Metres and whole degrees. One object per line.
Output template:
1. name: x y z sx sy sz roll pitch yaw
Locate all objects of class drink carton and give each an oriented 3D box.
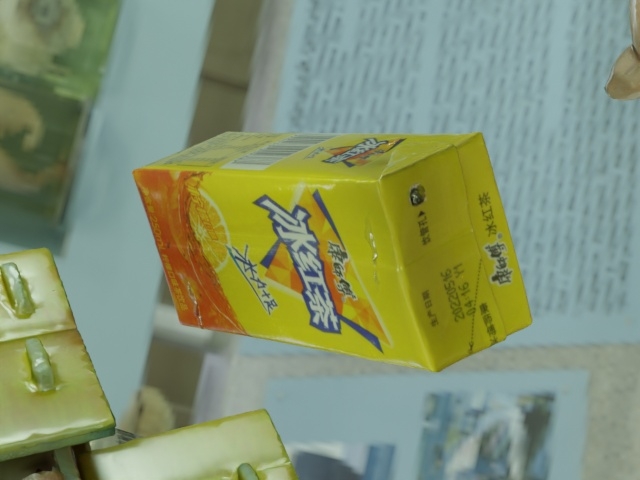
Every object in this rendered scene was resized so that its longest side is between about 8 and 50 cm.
1. drink carton: 0.000 0.000 1.339 0.351 0.111 0.154 5 116 54

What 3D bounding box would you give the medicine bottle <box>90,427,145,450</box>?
1. medicine bottle: -0.134 0.155 0.977 0.105 0.168 0.105 -161 90 -77

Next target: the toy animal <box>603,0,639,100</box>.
1. toy animal: 0.402 -0.237 1.542 0.195 0.256 0.213 147 120 -76

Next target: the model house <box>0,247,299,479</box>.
1. model house: -0.124 0.119 0.758 0.340 0.300 0.323 103 151 -61
